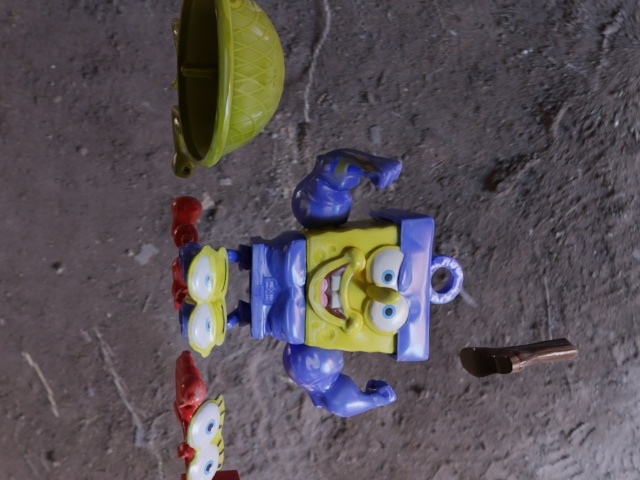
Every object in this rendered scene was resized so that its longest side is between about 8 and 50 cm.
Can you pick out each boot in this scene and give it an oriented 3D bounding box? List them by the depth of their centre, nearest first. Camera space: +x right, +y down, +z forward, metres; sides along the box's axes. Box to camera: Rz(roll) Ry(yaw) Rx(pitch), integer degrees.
[{"bbox_3d":[0.245,0.140,0.964,0.106,0.114,0.037,0,98,60],"label":"boot"}]

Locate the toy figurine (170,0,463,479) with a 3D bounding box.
[{"bbox_3d":[0.000,0.000,0.591,0.217,0.191,0.363,0,96,-14],"label":"toy figurine"}]
